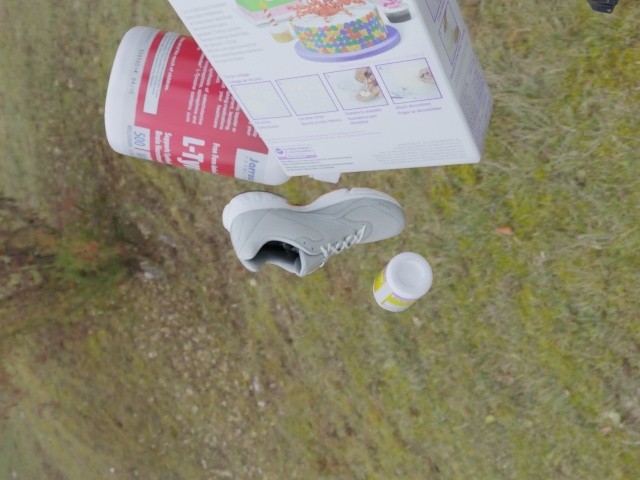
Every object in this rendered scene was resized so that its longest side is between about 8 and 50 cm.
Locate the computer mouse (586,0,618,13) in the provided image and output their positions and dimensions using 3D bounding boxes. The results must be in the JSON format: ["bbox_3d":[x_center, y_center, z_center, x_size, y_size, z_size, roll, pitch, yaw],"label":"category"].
[{"bbox_3d":[0.364,-0.323,0.998,0.041,0.242,0.071,10,105,4],"label":"computer mouse"}]

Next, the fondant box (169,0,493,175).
[{"bbox_3d":[0.006,-0.208,0.779,0.238,0.096,0.330,-1,143,31],"label":"fondant box"}]

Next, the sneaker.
[{"bbox_3d":[0.000,0.000,1.113,0.099,0.262,0.121,100,161,-46],"label":"sneaker"}]

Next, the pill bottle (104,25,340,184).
[{"bbox_3d":[-0.151,-0.226,1.413,0.229,0.407,0.229,-168,90,-88],"label":"pill bottle"}]

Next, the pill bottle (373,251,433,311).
[{"bbox_3d":[0.074,0.042,0.749,0.083,0.043,0.043,119,130,-71],"label":"pill bottle"}]
